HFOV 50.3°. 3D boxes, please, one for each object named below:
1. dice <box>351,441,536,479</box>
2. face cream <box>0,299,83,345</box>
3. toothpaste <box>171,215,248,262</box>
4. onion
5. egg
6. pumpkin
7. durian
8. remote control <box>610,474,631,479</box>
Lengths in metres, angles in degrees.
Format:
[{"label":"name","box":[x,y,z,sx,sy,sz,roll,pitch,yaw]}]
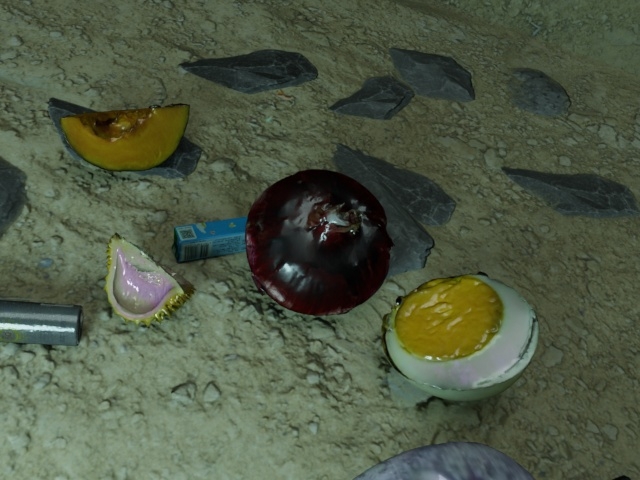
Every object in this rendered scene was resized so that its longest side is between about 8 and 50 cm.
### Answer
[{"label":"dice","box":[0.168,0.455,0.924,0.270,0.270,0.271,3,42,-30]},{"label":"face cream","box":[-0.560,0.139,1.176,0.283,0.073,0.073,5,46,-12]},{"label":"toothpaste","box":[-0.178,-0.010,1.446,0.267,0.065,0.050,-10,46,-25]},{"label":"onion","box":[0.000,0.000,1.350,0.314,0.232,0.314,3,74,-11]},{"label":"egg","box":[0.267,0.208,1.307,0.286,0.174,0.264,-9,45,8]},{"label":"pumpkin","box":[-0.457,-0.233,1.560,0.312,0.148,0.169,-12,13,-37]},{"label":"durian","box":[-0.320,0.073,1.276,0.182,0.132,0.165,12,37,0]},{"label":"remote control","box":[0.534,0.453,1.246,0.091,0.016,0.034,-9,55,-24]}]
